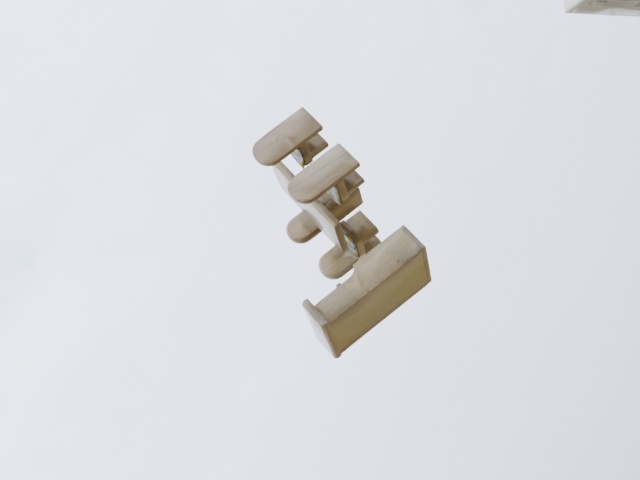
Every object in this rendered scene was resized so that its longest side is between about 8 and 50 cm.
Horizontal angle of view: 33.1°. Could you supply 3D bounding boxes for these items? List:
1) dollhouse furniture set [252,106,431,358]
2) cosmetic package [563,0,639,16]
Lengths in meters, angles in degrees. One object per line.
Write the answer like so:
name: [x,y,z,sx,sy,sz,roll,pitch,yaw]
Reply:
dollhouse furniture set: [0.000,0.000,1.380,0.161,0.242,0.212,-38,-28,-10]
cosmetic package: [0.172,-0.151,0.543,0.115,0.060,0.041,151,118,-73]
